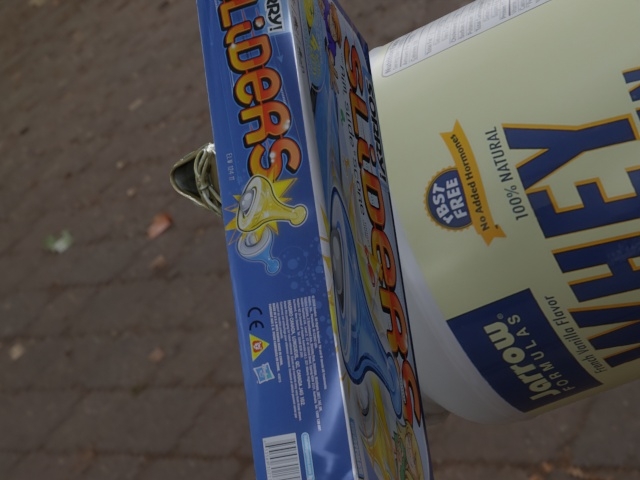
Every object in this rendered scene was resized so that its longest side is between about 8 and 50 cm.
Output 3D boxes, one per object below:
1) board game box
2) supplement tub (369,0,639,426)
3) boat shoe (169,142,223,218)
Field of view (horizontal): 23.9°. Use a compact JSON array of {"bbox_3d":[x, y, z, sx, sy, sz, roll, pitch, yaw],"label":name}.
[{"bbox_3d":[0.000,0.000,0.557,0.035,0.201,0.136,-12,-15,13],"label":"board game box"},{"bbox_3d":[0.146,-0.034,0.857,0.324,0.235,0.235,-24,26,22],"label":"supplement tub"},{"bbox_3d":[-0.073,-0.041,1.037,0.048,0.056,0.153,-11,10,-9],"label":"boat shoe"}]
